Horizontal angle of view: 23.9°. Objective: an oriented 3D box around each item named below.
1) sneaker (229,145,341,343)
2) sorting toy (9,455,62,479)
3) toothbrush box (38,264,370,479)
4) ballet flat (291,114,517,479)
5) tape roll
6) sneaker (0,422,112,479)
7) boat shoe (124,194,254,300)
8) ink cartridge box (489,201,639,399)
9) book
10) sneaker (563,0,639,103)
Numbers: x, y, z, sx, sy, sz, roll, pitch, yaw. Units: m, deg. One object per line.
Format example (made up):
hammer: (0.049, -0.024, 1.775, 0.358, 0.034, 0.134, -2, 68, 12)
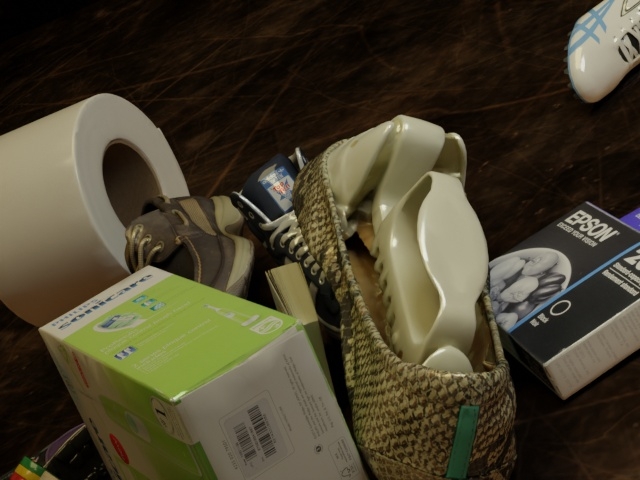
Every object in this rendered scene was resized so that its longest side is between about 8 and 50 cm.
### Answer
sneaker: (0.000, 0.000, 1.507, 0.099, 0.153, 0.282, -35, 23, -10)
sorting toy: (-0.160, 0.255, 1.222, 0.046, 0.132, 0.274, -57, 30, -12)
toothbrush box: (-0.091, 0.153, 1.220, 0.122, 0.206, 0.283, -30, 22, -22)
ballet flat: (0.079, 0.008, 1.264, 0.164, 0.182, 0.483, 4, 34, -11)
tape roll: (-0.284, -0.033, 1.800, 0.169, 0.246, 0.246, -20, 25, 23)
sneaker: (-0.283, 0.268, 1.403, 0.283, 0.107, 0.124, -34, 8, -18)
boat shoe: (-0.147, 0.038, 1.590, 0.130, 0.132, 0.355, 8, 13, -9)
ink cartridge box: (0.242, 0.030, 1.298, 0.208, 0.045, 0.206, -32, 22, -6)
book: (-0.014, 0.092, 1.411, 0.035, 0.096, 0.144, -16, 21, -5)
sneaker: (0.348, -0.236, 1.663, 0.237, 0.085, 0.086, -46, 23, -30)
